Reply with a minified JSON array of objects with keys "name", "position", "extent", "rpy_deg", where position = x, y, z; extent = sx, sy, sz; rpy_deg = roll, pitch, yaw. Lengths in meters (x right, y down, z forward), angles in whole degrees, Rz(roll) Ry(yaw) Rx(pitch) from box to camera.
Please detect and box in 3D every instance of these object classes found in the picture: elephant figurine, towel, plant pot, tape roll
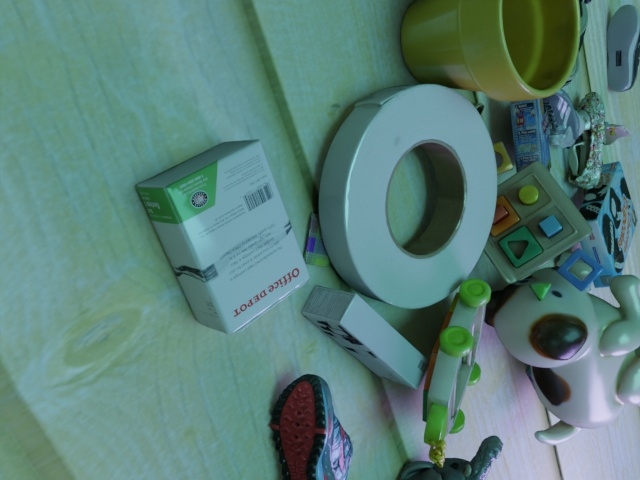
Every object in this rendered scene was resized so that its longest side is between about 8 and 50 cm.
[{"name":"elephant figurine","position":[0.234,0.494,1.211],"extent":[0.239,0.186,0.169],"rpy_deg":[-70,173,-45]},{"name":"towel","position":[0.000,0.000,1.036],"extent":[0.060,0.009,0.083],"rpy_deg":[11,88,-43]},{"name":"plant pot","position":[0.280,-0.365,1.094],"extent":[0.254,0.239,0.254],"rpy_deg":[-6,99,-41]},{"name":"tape roll","position":[0.165,-0.076,1.102],"extent":[0.392,0.072,0.392],"rpy_deg":[-8,104,-37]}]

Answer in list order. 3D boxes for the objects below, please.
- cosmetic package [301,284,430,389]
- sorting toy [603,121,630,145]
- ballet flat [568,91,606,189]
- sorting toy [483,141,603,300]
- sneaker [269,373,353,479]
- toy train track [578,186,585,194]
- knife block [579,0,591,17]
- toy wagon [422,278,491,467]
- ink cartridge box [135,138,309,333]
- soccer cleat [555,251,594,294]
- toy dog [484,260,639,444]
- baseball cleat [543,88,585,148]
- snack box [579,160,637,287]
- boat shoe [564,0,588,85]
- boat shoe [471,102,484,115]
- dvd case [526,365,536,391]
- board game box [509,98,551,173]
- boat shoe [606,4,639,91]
[{"name":"cosmetic package","position":[0.080,0.167,1.067],"extent":[0.239,0.099,0.060],"rpy_deg":[44,69,-35]},{"name":"sorting toy","position":[0.761,-0.286,1.641],"extent":[0.083,0.075,0.044],"rpy_deg":[25,78,-41]},{"name":"ballet flat","position":[0.648,-0.245,1.544],"extent":[0.077,0.091,0.241],"rpy_deg":[-1,92,-19]},{"name":"sorting toy","position":[0.401,-0.040,1.242],"extent":[0.347,0.196,0.047],"rpy_deg":[58,8,15]},{"name":"sneaker","position":[-0.006,0.330,1.025],"extent":[0.125,0.104,0.261],"rpy_deg":[-21,113,-57]},{"name":"toy train track","position":[0.679,-0.141,1.626],"extent":[0.083,0.014,0.048],"rpy_deg":[-5,91,-47]},{"name":"knife block","position":[0.500,-0.567,1.278],"extent":[0.242,0.276,0.088],"rpy_deg":[24,77,-10]},{"name":"toy wagon","position":[0.243,0.245,1.156],"extent":[0.344,0.068,0.267],"rpy_deg":[-56,151,-40]},{"name":"ink cartridge box","position":[-0.127,-0.007,0.866],"extent":[0.160,0.093,0.219],"rpy_deg":[-33,116,-34]},{"name":"soccer cleat","position":[0.660,0.099,1.589],"extent":[0.196,0.076,0.068],"rpy_deg":[46,65,-35]},{"name":"toy dog","position":[0.531,0.218,1.385],"extent":[0.395,0.284,0.408],"rpy_deg":[-47,123,3]},{"name":"baseball cleat","position":[0.539,-0.283,1.448],"extent":[0.206,0.072,0.109],"rpy_deg":[32,86,-31]},{"name":"snack box","position":[0.726,-0.046,1.589],"extent":[0.322,0.060,0.187],"rpy_deg":[-46,118,-44]},{"name":"boat shoe","position":[0.564,-0.458,1.463],"extent":[0.079,0.084,0.233],"rpy_deg":[72,32,-71]},{"name":"boat shoe","position":[0.272,-0.208,1.230],"extent":[0.056,0.048,0.153],"rpy_deg":[46,65,-34]},{"name":"dvd case","position":[0.550,0.332,1.558],"extent":[0.087,0.013,0.119],"rpy_deg":[-50,124,-26]},{"name":"board game box","position":[0.448,-0.244,1.335],"extent":[0.194,0.060,0.194],"rpy_deg":[-44,125,-55]},{"name":"boat shoe","position":[0.803,-0.505,1.661],"extent":[0.070,0.078,0.219],"rpy_deg":[-16,113,-39]}]
